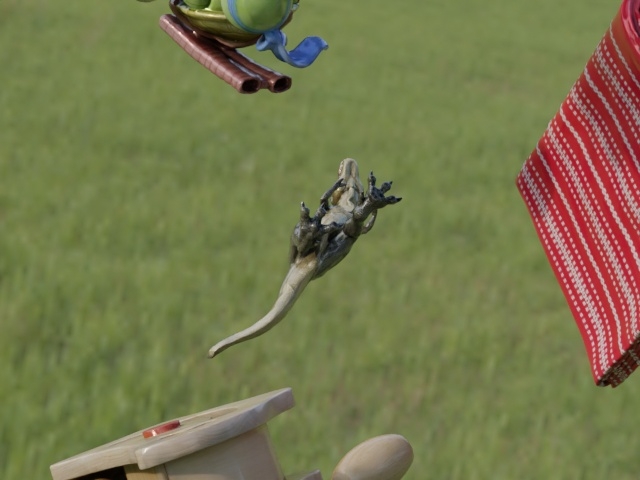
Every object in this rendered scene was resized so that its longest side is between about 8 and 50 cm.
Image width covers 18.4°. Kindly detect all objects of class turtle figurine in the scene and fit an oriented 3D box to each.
[{"bbox_3d":[-0.084,-0.259,1.512,0.275,0.198,0.266,48,-4,-14],"label":"turtle figurine"}]

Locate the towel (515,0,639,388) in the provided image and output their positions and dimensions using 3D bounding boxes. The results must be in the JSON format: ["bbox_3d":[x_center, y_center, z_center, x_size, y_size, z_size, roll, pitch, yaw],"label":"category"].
[{"bbox_3d":[0.217,-0.028,1.427,0.031,0.199,0.275,-12,-23,-19],"label":"towel"}]

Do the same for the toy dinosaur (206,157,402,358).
[{"bbox_3d":[0.000,0.000,1.699,0.064,0.118,0.268,39,45,0],"label":"toy dinosaur"}]

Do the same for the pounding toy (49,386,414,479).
[{"bbox_3d":[-0.073,0.199,1.392,0.269,0.155,0.154,-19,0,42],"label":"pounding toy"}]
